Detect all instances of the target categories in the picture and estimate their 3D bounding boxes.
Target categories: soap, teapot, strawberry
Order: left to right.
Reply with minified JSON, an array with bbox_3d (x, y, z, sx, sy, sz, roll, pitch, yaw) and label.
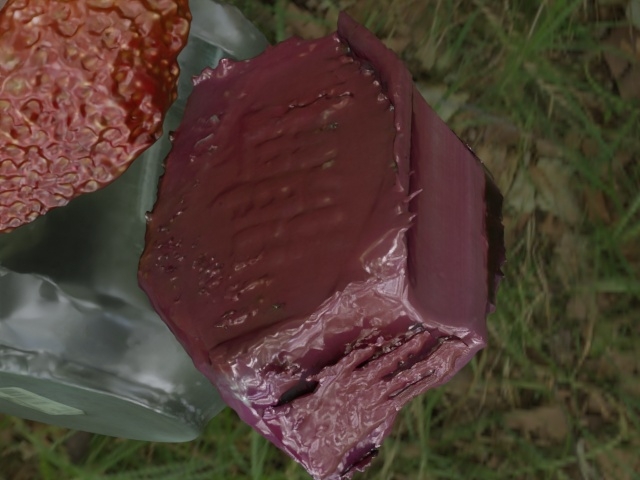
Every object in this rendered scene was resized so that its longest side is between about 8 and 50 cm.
[{"bbox_3d":[-0.183,-0.108,0.961,0.175,0.107,0.236,19,79,41],"label":"strawberry"},{"bbox_3d":[-0.205,-0.047,1.209,0.305,0.362,0.376,-6,156,44],"label":"teapot"},{"bbox_3d":[0.000,0.000,0.798,0.182,0.289,0.112,-24,127,26],"label":"soap"}]
